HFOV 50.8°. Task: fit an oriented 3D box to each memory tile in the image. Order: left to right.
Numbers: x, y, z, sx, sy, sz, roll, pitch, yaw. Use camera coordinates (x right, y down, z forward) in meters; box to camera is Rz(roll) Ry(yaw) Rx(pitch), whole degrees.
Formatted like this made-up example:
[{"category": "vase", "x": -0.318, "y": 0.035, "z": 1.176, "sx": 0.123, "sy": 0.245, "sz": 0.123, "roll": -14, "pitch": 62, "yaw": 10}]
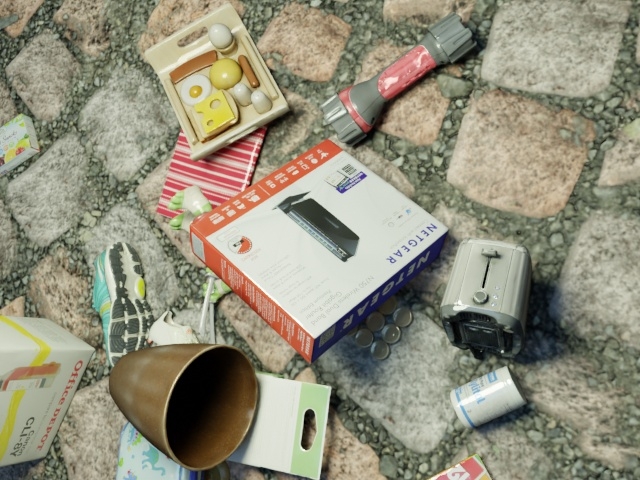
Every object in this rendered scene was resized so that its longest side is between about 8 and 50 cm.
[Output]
[{"category": "memory tile", "x": 0.088, "y": 0.140, "z": 1.245, "sx": 0.148, "sy": 0.012, "sz": 0.113, "roll": 34, "pitch": 94, "yaw": 25}]

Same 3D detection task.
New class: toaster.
[{"category": "toaster", "x": 0.272, "y": 0.094, "z": 1.083, "sx": 0.129, "sy": 0.227, "sz": 0.146, "roll": 9, "pitch": 67, "yaw": 23}]

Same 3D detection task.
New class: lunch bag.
[{"category": "lunch bag", "x": -0.305, "y": 0.453, "z": 1.296, "sx": 0.176, "sy": 0.090, "sz": 0.219, "roll": -9, "pitch": 69, "yaw": 29}]

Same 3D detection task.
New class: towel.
[{"category": "towel", "x": -0.226, "y": -0.162, "z": 1.422, "sx": 0.199, "sy": 0.031, "sz": 0.275, "roll": 17, "pitch": 89, "yaw": 22}]

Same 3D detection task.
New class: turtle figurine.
[{"category": "turtle figurine", "x": -0.214, "y": 0.050, "z": 1.282, "sx": 0.275, "sy": 0.198, "sz": 0.266, "roll": -43, "pitch": 75, "yaw": 7}]

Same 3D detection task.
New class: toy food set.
[{"category": "toy food set", "x": -0.219, "y": -0.328, "z": 1.382, "sx": 0.220, "sy": 0.092, "sz": 0.306, "roll": -29, "pitch": 64, "yaw": 4}]

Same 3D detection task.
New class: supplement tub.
[{"category": "supplement tub", "x": 0.276, "y": 0.260, "z": 1.113, "sx": 0.107, "sy": 0.071, "sz": 0.071, "roll": -30, "pitch": 70, "yaw": 15}]

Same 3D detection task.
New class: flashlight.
[{"category": "flashlight", "x": 0.144, "y": -0.299, "z": 1.253, "sx": 0.304, "sy": 0.103, "sz": 0.103, "roll": -34, "pitch": 68, "yaw": 14}]

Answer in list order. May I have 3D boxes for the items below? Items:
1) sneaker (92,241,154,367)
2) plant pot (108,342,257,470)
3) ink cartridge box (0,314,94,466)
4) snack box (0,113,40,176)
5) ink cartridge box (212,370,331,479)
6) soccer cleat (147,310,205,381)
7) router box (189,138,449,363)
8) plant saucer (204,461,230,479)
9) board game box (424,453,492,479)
[{"category": "sneaker", "x": -0.426, "y": 0.142, "z": 1.427, "sx": 0.110, "sy": 0.107, "sz": 0.275, "roll": -25, "pitch": 66, "yaw": 37}, {"category": "plant pot", "x": -0.271, "y": 0.273, "z": 1.215, "sx": 0.230, "sy": 0.215, "sz": 0.215, "roll": 7, "pitch": 83, "yaw": 37}, {"category": "ink cartridge box", "x": -0.672, "y": 0.299, "z": 1.330, "sx": 0.160, "sy": 0.385, "sz": 0.279, "roll": 25, "pitch": 91, "yaw": 21}, {"category": "snack box", "x": -0.761, "y": -0.232, "z": 1.651, "sx": 0.141, "sy": 0.037, "sz": 0.100, "roll": -28, "pitch": 70, "yaw": 16}, {"category": "ink cartridge box", "x": -0.092, "y": 0.336, "z": 1.261, "sx": 0.235, "sy": 0.056, "sz": 0.171, "roll": 5, "pitch": 83, "yaw": 20}, {"category": "soccer cleat", "x": -0.268, "y": 0.215, "z": 1.351, "sx": 0.196, "sy": 0.068, "sz": 0.076, "roll": 32, "pitch": 92, "yaw": 27}, {"category": "router box", "x": 0.000, "y": 0.000, "z": 1.167, "sx": 0.301, "sy": 0.082, "sz": 0.335, "roll": 39, "pitch": 57, "yaw": 23}, {"category": "plant saucer", "x": -0.215, "y": 0.459, "z": 1.310, "sx": 0.083, "sy": 0.015, "sz": 0.083, "roll": -4, "pitch": 79, "yaw": 21}, {"category": "board game box", "x": 0.175, "y": 0.467, "z": 1.108, "sx": 0.259, "sy": 0.039, "sz": 0.124, "roll": -29, "pitch": 70, "yaw": 4}]
